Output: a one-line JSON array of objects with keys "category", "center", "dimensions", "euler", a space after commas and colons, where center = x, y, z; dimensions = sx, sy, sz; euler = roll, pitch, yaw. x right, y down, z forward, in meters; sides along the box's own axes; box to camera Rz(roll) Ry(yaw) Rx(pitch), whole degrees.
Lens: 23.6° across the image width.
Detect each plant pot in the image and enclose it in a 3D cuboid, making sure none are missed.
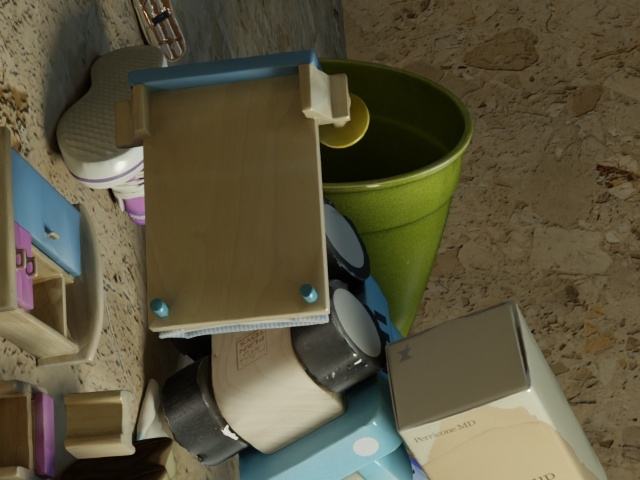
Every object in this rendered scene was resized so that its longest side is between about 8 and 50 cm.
[{"category": "plant pot", "center": [0.000, 0.000, 1.956], "dimensions": [0.366, 0.366, 0.353], "euler": [-85, 177, -60]}]

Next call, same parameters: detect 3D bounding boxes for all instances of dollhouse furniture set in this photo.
[{"category": "dollhouse furniture set", "center": [-0.098, 0.039, 1.147], "dimensions": [0.198, 0.303, 0.286], "euler": [57, 26, -72]}]

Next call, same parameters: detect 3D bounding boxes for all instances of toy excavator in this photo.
[{"category": "toy excavator", "center": [0.053, 0.238, 1.650], "dimensions": [0.445, 0.222, 0.433], "euler": [44, 24, -33]}]

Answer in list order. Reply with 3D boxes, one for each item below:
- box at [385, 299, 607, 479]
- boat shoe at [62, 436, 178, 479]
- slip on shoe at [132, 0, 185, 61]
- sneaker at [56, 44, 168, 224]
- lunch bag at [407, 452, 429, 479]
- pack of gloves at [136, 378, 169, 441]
[{"category": "box", "center": [0.192, 0.217, 1.574], "dimensions": [0.121, 0.148, 0.311], "euler": [-95, 158, -46]}, {"category": "boat shoe", "center": [-0.158, 0.233, 1.175], "dimensions": [0.341, 0.122, 0.110], "euler": [-29, 107, -84]}, {"category": "slip on shoe", "center": [-0.195, -0.272, 1.774], "dimensions": [0.041, 0.051, 0.135], "euler": [18, -45, 53]}, {"category": "sneaker", "center": [-0.176, -0.074, 1.479], "dimensions": [0.282, 0.102, 0.161], "euler": [-81, 165, -66]}, {"category": "lunch bag", "center": [0.100, 0.547, 2.463], "dimensions": [0.385, 0.239, 0.328], "euler": [84, 4, -57]}, {"category": "pack of gloves", "center": [-0.147, 0.280, 1.535], "dimensions": [0.232, 0.046, 0.195], "euler": [-84, 164, -61]}]
